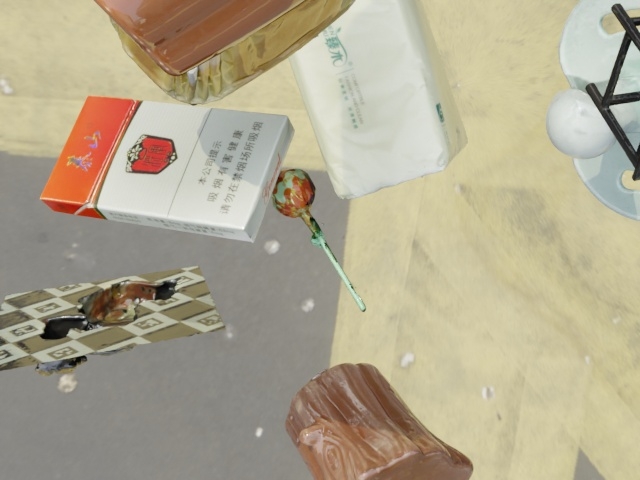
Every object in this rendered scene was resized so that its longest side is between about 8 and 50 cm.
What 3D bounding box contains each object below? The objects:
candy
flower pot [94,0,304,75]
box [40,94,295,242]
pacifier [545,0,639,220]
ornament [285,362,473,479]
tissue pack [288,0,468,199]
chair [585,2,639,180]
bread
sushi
[{"bbox_3d":[0.000,0.000,1.090,0.049,0.055,0.185,-29,66,-4],"label":"candy"},{"bbox_3d":[-0.060,-0.186,0.533,0.190,0.190,0.173,43,91,0],"label":"flower pot"},{"bbox_3d":[-0.159,-0.078,1.077,0.245,0.035,0.139,10,66,23],"label":"box"},{"bbox_3d":[0.413,-0.176,1.399,0.288,0.269,0.343,-1,107,49],"label":"pacifier"},{"bbox_3d":[0.070,0.312,1.532,0.235,0.217,0.221,-15,131,-21],"label":"ornament"},{"bbox_3d":[0.075,-0.278,1.624,0.207,0.297,0.380,-17,100,16],"label":"tissue pack"},{"bbox_3d":[0.408,-0.130,1.101,0.154,0.260,0.141,-9,141,-10],"label":"chair"},{"bbox_3d":[-0.067,-0.234,0.941,0.241,0.107,0.136,-38,76,-27],"label":"bread"},{"bbox_3d":[-0.278,0.119,1.357,0.294,0.292,0.059,-8,106,-9],"label":"sushi"}]
